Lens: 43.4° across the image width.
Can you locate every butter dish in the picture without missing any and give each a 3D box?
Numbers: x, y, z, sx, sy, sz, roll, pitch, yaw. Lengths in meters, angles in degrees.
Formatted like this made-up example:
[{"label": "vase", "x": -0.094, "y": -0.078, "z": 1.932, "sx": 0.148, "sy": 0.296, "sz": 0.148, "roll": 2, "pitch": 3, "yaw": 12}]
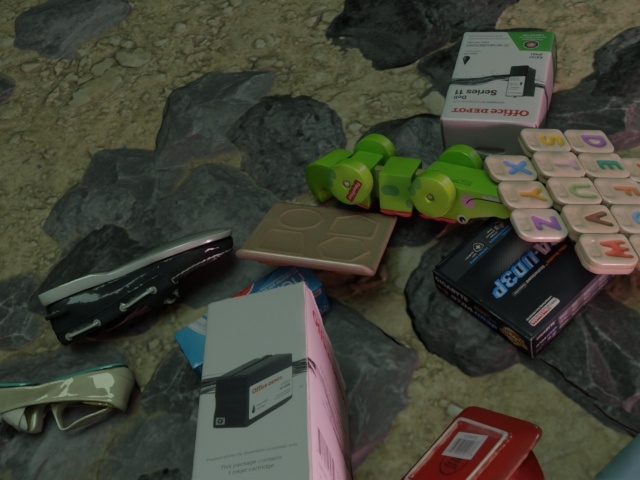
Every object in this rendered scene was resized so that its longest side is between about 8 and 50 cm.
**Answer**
[{"label": "butter dish", "x": 0.182, "y": 0.281, "z": 0.895, "sx": 0.160, "sy": 0.118, "sz": 0.160, "roll": -44, "pitch": 13, "yaw": -16}]

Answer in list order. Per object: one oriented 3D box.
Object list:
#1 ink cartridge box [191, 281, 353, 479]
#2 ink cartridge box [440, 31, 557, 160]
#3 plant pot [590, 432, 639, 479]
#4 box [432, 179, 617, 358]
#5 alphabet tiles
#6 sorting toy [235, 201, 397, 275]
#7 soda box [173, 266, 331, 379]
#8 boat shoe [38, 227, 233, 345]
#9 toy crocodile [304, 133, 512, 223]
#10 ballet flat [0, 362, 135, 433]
[{"label": "ink cartridge box", "x": -0.043, "y": 0.236, "z": 0.885, "sx": 0.128, "sy": 0.223, "sz": 0.308, "roll": -12, "pitch": 39, "yaw": 7}, {"label": "ink cartridge box", "x": 0.285, "y": -0.232, "z": 1.280, "sx": 0.153, "sy": 0.087, "sz": 0.209, "roll": 5, "pitch": 55, "yaw": 21}, {"label": "plant pot", "x": 0.393, "y": 0.298, "z": 0.786, "sx": 0.165, "sy": 0.166, "sz": 0.234, "roll": -37, "pitch": 58, "yaw": -14}, {"label": "box", "x": 0.290, "y": 0.030, "z": 1.095, "sx": 0.220, "sy": 0.051, "sz": 0.175, "roll": -39, "pitch": 52, "yaw": -16}, {"label": "alphabet tiles", "x": 0.372, "y": -0.062, "z": 1.088, "sx": 0.277, "sy": 0.021, "sz": 0.284, "roll": 1, "pitch": 43, "yaw": -12}, {"label": "sorting toy", "x": 0.000, "y": 0.000, "z": 1.152, "sx": 0.192, "sy": 0.038, "sz": 0.208, "roll": 7, "pitch": 24, "yaw": 13}, {"label": "soda box", "x": -0.094, "y": 0.114, "z": 1.131, "sx": 0.210, "sy": 0.067, "sz": 0.071, "roll": -32, "pitch": 51, "yaw": -11}, {"label": "boat shoe", "x": -0.263, "y": 0.066, "z": 1.208, "sx": 0.302, "sy": 0.091, "sz": 0.114, "roll": -21, "pitch": 6, "yaw": 1}, {"label": "toy crocodile", "x": 0.127, "y": -0.080, "z": 1.178, "sx": 0.340, "sy": 0.105, "sz": 0.115, "roll": 11, "pitch": 37, "yaw": 26}, {"label": "ballet flat", "x": -0.380, "y": 0.229, "z": 1.123, "sx": 0.248, "sy": 0.086, "sz": 0.086, "roll": -11, "pitch": 50, "yaw": 7}]
